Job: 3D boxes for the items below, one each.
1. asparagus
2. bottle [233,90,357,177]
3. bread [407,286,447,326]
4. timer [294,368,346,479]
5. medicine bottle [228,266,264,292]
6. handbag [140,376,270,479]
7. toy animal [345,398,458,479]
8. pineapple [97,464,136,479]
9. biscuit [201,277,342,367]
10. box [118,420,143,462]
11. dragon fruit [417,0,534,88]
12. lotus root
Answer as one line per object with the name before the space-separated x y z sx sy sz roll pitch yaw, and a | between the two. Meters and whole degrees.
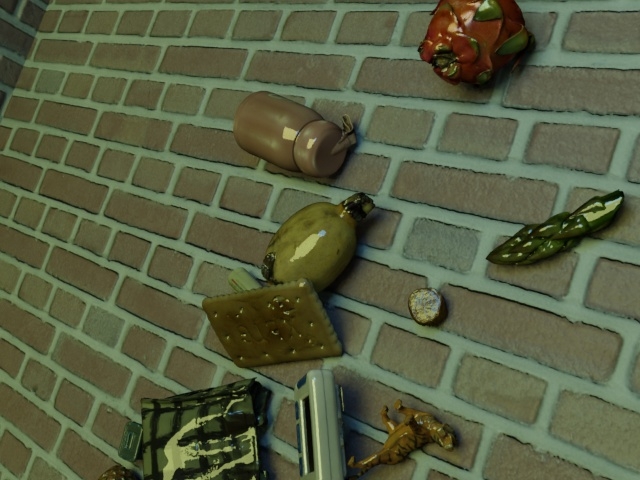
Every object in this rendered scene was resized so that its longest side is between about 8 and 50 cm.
asparagus | 0.455 -0.010 1.348 0.287 0.080 0.080 -24 61 24
bottle | -0.060 -0.274 1.763 0.206 0.173 0.297 -40 46 -24
bread | 0.228 0.142 1.472 0.085 0.053 0.085 -9 67 21
timer | 0.001 0.412 1.476 0.178 0.078 0.253 124 145 -64
medicine bottle | -0.148 0.151 1.740 0.231 0.059 0.059 39 98 39
handbag | -0.272 0.515 1.647 0.327 0.162 0.325 -16 69 23
toy animal | 0.150 0.419 1.418 0.255 0.116 0.114 -42 12 24
pineapple | -0.477 0.678 1.772 0.237 0.111 0.119 32 126 30
biscuit | -0.118 0.203 1.627 0.325 0.044 0.217 -12 112 32
box | -0.490 0.539 1.857 0.074 0.054 0.099 6 78 36
dragon fruit | 0.331 -0.439 1.505 0.227 0.224 0.224 -51 52 4
lotus root | 0.000 0.000 1.615 0.310 0.183 0.183 -46 53 13
